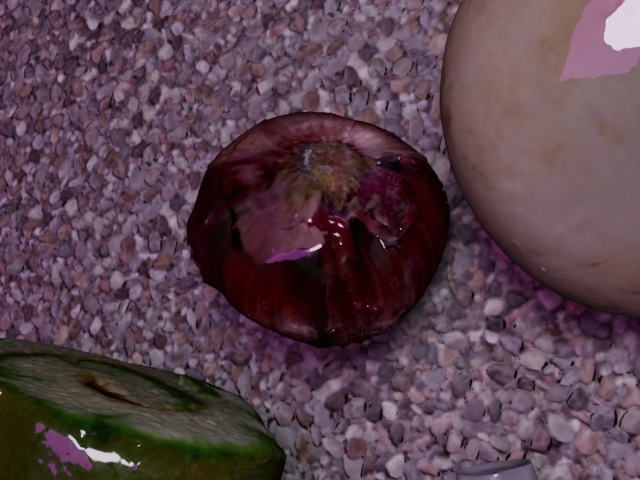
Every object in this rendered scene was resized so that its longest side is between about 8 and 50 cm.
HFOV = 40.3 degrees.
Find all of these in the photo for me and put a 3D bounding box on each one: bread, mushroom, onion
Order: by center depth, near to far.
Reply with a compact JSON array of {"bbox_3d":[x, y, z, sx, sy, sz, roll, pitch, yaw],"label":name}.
[{"bbox_3d":[0.280,-0.119,0.706,0.363,0.294,0.362,2,105,8],"label":"mushroom"},{"bbox_3d":[-0.226,0.182,0.802,0.366,0.382,0.129,14,91,39],"label":"bread"},{"bbox_3d":[0.000,0.000,0.835,0.252,0.219,0.252,2,42,-2],"label":"onion"}]

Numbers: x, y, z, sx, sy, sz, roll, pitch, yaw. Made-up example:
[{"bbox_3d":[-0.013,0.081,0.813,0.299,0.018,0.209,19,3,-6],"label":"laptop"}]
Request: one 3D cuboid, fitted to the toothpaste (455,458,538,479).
[{"bbox_3d":[0.183,0.380,0.744,0.125,0.080,0.371,-14,80,22],"label":"toothpaste"}]
